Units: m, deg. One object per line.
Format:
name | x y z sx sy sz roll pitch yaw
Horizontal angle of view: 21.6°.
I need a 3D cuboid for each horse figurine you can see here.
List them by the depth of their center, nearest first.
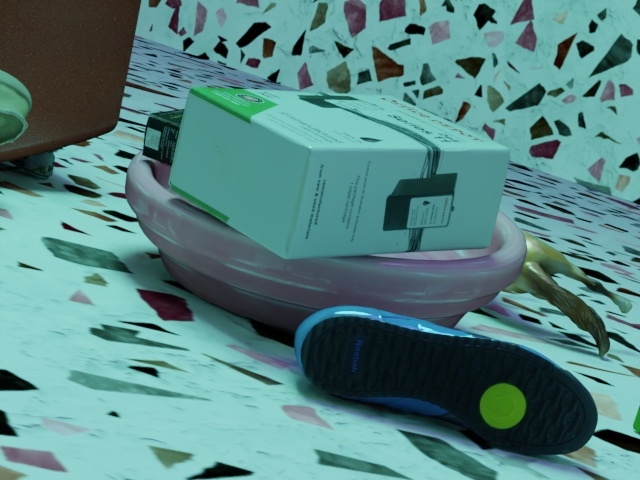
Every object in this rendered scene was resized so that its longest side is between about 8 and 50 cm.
horse figurine | 0.188 0.024 1.618 0.174 0.066 0.263 28 4 -32

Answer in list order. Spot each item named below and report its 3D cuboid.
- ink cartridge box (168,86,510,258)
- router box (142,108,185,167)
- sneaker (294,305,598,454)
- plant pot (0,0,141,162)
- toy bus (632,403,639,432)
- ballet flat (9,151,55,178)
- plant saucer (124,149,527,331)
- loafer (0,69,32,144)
ink cartridge box | 0.017 -0.053 1.264 0.208 0.086 0.153 -2 22 -42
router box | -0.073 -0.079 1.375 0.092 0.038 0.122 20 18 28
sneaker | 0.085 0.088 1.136 0.209 0.069 0.082 15 5 -2
plant pot | -0.320 -0.215 1.594 0.236 0.267 0.267 3 15 -39
toy bus | 0.348 0.129 1.229 0.191 0.104 0.202 14 9 -9
ballet flat | -0.310 -0.095 1.664 0.114 0.041 0.041 19 9 22
plant saucer | 0.000 0.000 1.378 0.332 0.084 0.332 12 16 -3
loafer | -0.344 -0.087 1.347 0.102 0.092 0.268 -25 -14 41
